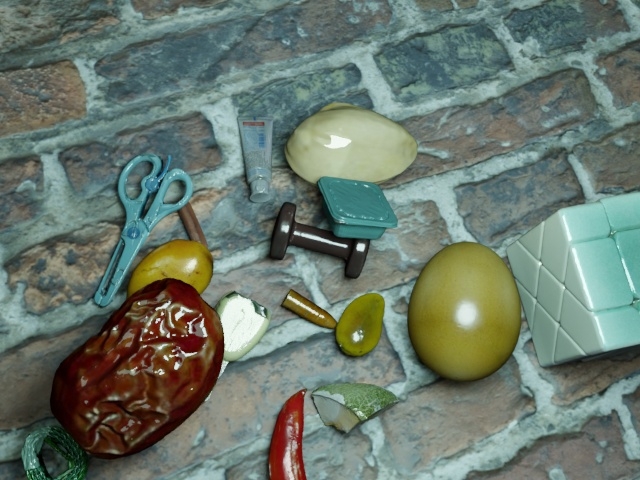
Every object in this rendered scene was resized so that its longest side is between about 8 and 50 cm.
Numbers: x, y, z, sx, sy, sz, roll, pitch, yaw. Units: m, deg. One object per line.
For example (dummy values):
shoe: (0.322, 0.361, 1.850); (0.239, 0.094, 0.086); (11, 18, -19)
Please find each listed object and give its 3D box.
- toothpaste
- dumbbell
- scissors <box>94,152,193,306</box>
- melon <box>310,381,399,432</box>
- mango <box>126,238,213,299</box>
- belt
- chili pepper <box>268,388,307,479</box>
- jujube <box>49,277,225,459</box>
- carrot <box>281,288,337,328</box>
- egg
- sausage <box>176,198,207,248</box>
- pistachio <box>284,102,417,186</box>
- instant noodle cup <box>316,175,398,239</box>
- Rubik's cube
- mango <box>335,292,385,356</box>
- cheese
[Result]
toothpaste: (-0.153, -0.208, 1.878); (0.089, 0.057, 0.234); (-1, 66, -10)
dumbbell: (0.000, 0.000, 1.784); (0.226, 0.140, 0.124); (13, 33, -2)
scissors: (-0.431, -0.029, 1.782); (0.180, 0.032, 0.392); (19, 74, 12)
melon: (0.085, 0.374, 1.697); (0.203, 0.139, 0.093); (1, 95, -10)
mango: (-0.342, 0.085, 1.727); (0.219, 0.112, 0.144); (-36, 89, -13)
belt: (-0.556, 0.455, 1.600); (0.121, 0.079, 0.151); (-32, 79, -15)
chili pepper: (-0.041, 0.510, 1.649); (0.137, 0.092, 0.368); (-8, 77, -26)
jujube: (-0.364, 0.263, 1.583); (0.377, 0.276, 0.276); (-41, 82, -5)
carrot: (-0.022, 0.164, 1.778); (0.139, 0.048, 0.048); (30, 71, 2)
egg: (0.321, 0.155, 1.718); (0.250, 0.250, 0.322); (10, 68, -4)
sausage: (-0.303, -0.035, 1.812); (0.030, 0.035, 0.147); (-12, 73, -44)
pistachio: (0.072, -0.220, 1.834); (0.318, 0.193, 0.213); (3, 76, -9)
instant noodle cup: (0.076, -0.066, 1.723); (0.157, 0.070, 0.179); (5, 34, -20)
Rubik's cube: (0.656, 0.092, 1.746); (0.316, 0.319, 0.321); (-11, 76, -11)
mango: (0.096, 0.191, 1.771); (0.103, 0.076, 0.161); (26, 68, 6)
cheese: (-0.214, 0.242, 1.726); (0.127, 0.054, 0.251); (27, 72, 1)
